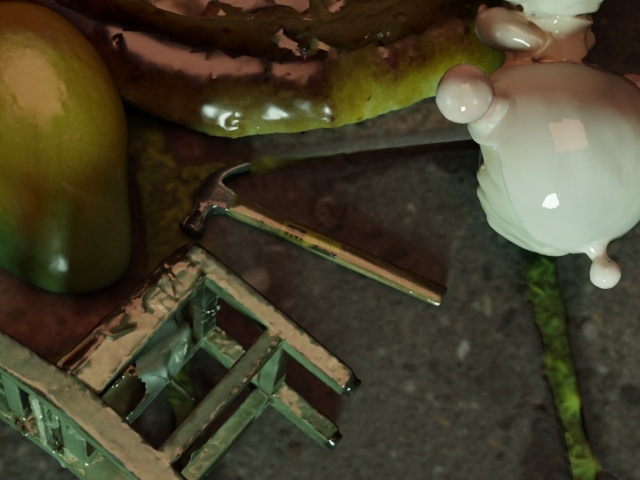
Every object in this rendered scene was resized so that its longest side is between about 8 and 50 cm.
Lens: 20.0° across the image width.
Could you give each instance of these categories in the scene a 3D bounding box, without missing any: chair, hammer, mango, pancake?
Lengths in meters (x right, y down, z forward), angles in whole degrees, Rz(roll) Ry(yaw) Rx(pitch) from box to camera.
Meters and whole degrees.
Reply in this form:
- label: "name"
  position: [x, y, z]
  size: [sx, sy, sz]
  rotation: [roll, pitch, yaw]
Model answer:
- label: "chair"
  position: [-0.124, 0.068, 1.113]
  size: [0.270, 0.136, 0.147]
  rotation: [38, 69, 11]
- label: "hammer"
  position: [0.000, 0.000, 1.214]
  size: [0.182, 0.017, 0.062]
  rotation: [23, 69, 2]
- label: "mango"
  position: [-0.181, -0.057, 1.168]
  size: [0.130, 0.092, 0.194]
  rotation: [-28, 94, 2]
- label: "pancake"
  position: [-0.034, -0.209, 1.265]
  size: [0.427, 0.067, 0.305]
  rotation: [16, 68, 2]

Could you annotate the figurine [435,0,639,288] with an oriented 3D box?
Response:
- label: "figurine"
  position: [0.168, -0.100, 1.188]
  size: [0.144, 0.182, 0.256]
  rotation: [-1, 97, 22]
